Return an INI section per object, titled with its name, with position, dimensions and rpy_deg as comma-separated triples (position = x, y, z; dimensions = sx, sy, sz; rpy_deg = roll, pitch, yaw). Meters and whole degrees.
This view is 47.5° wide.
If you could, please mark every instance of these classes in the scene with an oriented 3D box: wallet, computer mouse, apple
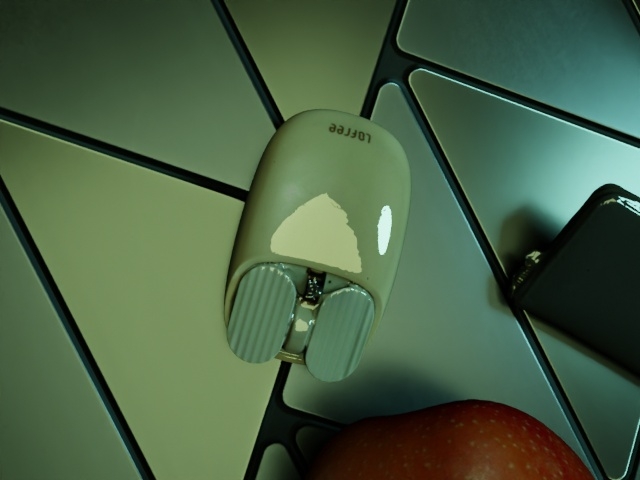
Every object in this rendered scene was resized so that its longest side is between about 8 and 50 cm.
[wallet]
position = 0.308, 0.057, 0.668
dimensions = 0.250, 0.044, 0.149
rpy_deg = 32, 115, -6
[computer mouse]
position = 0.000, 0.000, 0.638
dimensions = 0.145, 0.082, 0.236
rpy_deg = 18, 84, -7
[apple]
position = 0.097, 0.240, 0.552
dimensions = 0.261, 0.260, 0.216
rpy_deg = 5, 62, -8
